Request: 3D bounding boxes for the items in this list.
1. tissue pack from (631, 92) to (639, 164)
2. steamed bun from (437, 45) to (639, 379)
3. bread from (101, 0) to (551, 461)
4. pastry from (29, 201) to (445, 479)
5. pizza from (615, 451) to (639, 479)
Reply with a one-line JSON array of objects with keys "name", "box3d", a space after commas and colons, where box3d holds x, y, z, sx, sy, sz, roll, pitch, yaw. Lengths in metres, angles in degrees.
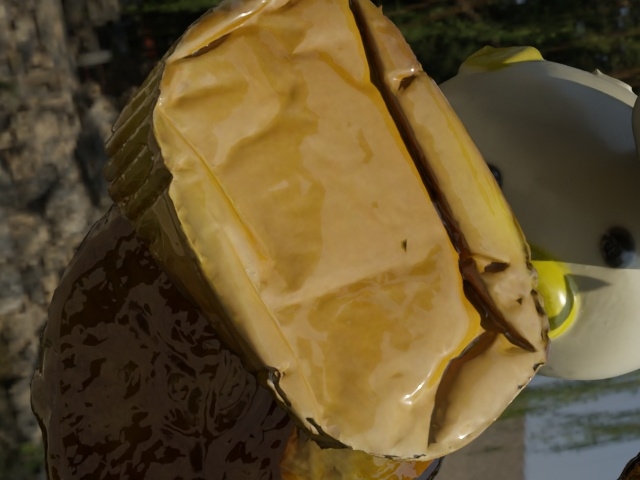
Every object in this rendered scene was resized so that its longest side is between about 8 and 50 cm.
[{"name": "tissue pack", "box3d": [0.427, -0.087, 0.934, 0.236, 0.333, 0.229, 2, 70, -53]}, {"name": "steamed bun", "box3d": [0.238, -0.023, 1.222, 0.334, 0.374, 0.334, -62, 172, -16]}, {"name": "bread", "box3d": [0.000, 0.000, 0.694, 0.288, 0.204, 0.156, 52, -23, 0]}, {"name": "pastry", "box3d": [-0.057, 0.095, 0.874, 0.164, 0.356, 0.356, 38, 37, -66]}, {"name": "pizza", "box3d": [0.261, 0.194, 0.809, 0.069, 0.226, 0.147, 21, -37, 49]}]
